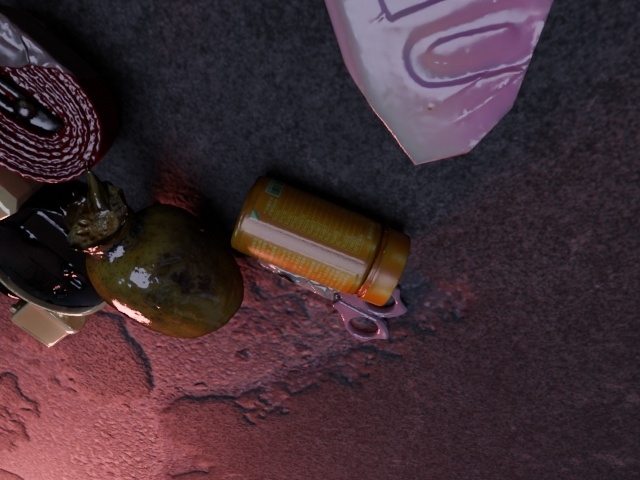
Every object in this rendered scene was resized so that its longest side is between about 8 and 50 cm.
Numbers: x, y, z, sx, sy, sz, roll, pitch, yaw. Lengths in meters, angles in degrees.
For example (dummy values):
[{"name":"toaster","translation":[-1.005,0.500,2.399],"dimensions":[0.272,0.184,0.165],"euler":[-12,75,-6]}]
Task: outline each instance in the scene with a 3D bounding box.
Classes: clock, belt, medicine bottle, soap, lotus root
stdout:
[{"name":"clock","translation":[-0.438,-0.030,0.659],"dimensions":[0.276,0.120,0.379],"euler":[-36,111,26]},{"name":"belt","translation":[-0.314,-0.158,0.537],"dimensions":[0.128,0.124,0.201],"euler":[-44,111,7]},{"name":"medicine bottle","translation":[0.000,0.000,0.597],"dimensions":[0.192,0.096,0.096],"euler":[21,126,-4]},{"name":"soap","translation":[0.095,-0.234,0.408],"dimensions":[0.193,0.109,0.323],"euler":[-10,122,19]},{"name":"lotus root","translation":[-0.194,0.028,0.596],"dimensions":[0.154,0.154,0.278],"euler":[-9,148,17]}]

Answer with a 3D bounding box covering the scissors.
[{"name":"scissors","translation":[0.011,0.071,0.691],"dimensions":[0.212,0.021,0.110],"euler":[24,124,-6]}]
